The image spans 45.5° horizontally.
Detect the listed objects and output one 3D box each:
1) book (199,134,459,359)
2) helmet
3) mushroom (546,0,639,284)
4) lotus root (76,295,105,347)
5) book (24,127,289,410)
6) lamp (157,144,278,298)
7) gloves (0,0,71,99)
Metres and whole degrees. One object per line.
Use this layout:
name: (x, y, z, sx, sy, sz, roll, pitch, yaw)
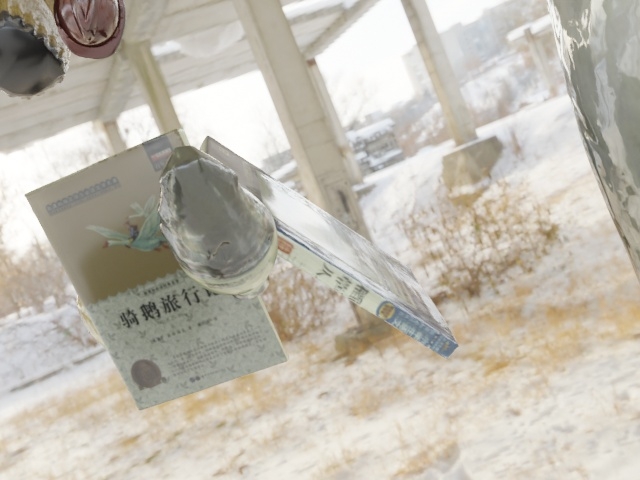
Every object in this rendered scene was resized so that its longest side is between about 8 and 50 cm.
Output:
book: (0.000, 0.000, 1.142, 0.039, 0.428, 0.300, -53, 17, 11)
helmet: (-0.289, -0.283, 0.952, 0.089, 0.111, 0.057, -6, 14, -13)
mushroom: (0.226, -0.014, 0.410, 0.126, 0.397, 0.177, -19, 2, 17)
lotus root: (-0.345, 0.142, 1.423, 0.160, 0.284, 0.146, -11, -47, -62)
book: (-0.195, 0.045, 0.923, 0.216, 0.310, 0.021, -20, 14, 15)
lamp: (-0.092, -0.010, 0.700, 0.101, 0.101, 0.250, -22, -29, -1)
gloves: (-0.436, -0.355, 1.088, 0.155, 0.357, 0.203, -24, -39, 23)
